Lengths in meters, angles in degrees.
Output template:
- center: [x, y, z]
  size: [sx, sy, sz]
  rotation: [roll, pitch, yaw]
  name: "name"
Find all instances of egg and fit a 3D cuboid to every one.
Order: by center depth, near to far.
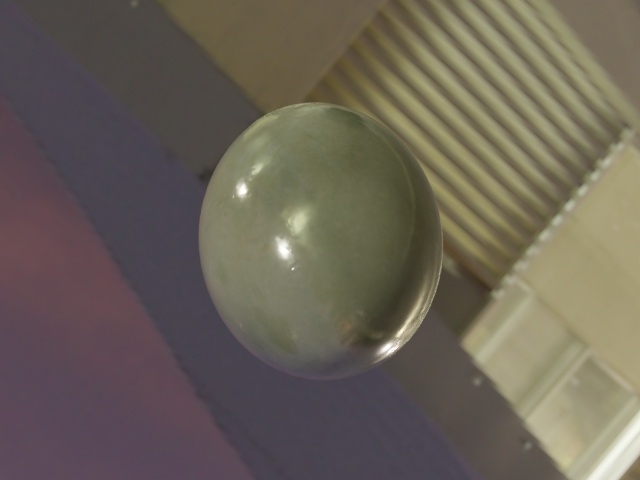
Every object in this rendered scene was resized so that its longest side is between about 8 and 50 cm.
- center: [0.000, 0.000, 1.214]
  size: [0.186, 0.186, 0.253]
  rotation: [40, -156, -29]
  name: "egg"
